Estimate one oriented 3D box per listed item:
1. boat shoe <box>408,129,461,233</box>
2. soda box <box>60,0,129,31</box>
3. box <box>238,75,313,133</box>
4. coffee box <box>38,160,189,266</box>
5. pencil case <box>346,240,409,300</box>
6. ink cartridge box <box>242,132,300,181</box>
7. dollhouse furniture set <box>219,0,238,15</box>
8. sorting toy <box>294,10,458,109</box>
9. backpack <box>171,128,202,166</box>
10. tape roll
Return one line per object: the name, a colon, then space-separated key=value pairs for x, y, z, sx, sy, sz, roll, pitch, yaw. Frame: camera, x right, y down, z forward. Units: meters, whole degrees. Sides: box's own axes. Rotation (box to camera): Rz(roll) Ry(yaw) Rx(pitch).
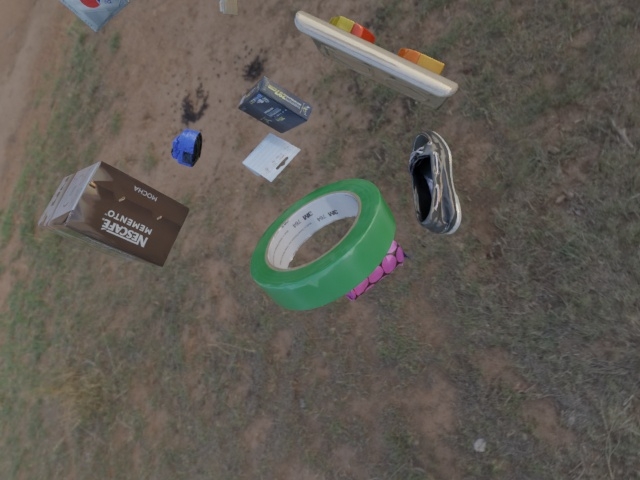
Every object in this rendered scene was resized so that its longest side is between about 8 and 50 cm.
boat shoe: x=0.282 y=-0.170 z=1.149 sx=0.112 sy=0.095 sz=0.335 roll=129 pitch=143 yaw=-50
soda box: x=-0.405 y=-0.514 z=0.802 sx=0.091 sy=0.098 sz=0.286 roll=-27 pitch=52 yaw=20
box: x=-0.155 y=-0.442 z=1.458 sx=0.232 sy=0.183 sz=0.059 roll=7 pitch=74 yaw=63
coffee box: x=-0.397 y=-0.042 z=0.823 sx=0.297 sy=0.168 sz=0.119 roll=1 pitch=65 yaw=51
pencil case: x=0.135 y=0.079 z=1.193 sx=0.209 sy=0.098 sz=0.095 roll=-33 pitch=29 yaw=-21
ink cartridge box: x=-0.155 y=-0.267 z=1.440 sx=0.145 sy=0.045 sz=0.179 roll=-49 pitch=52 yaw=-6
dollhouse furniture set: x=-0.305 y=-0.748 z=1.043 sx=0.173 sy=0.303 sz=0.356 roll=23 pitch=122 yaw=43
sorting toy: x=0.077 y=-0.225 z=0.553 sx=0.193 sy=0.208 sz=0.038 roll=27 pitch=107 yaw=4
backpack: x=-0.490 y=-0.347 z=1.609 sx=0.098 sy=0.101 sz=0.120 roll=-91 pitch=20 yaw=-54
tape roll: x=0.000 y=0.000 z=0.937 sx=0.321 sy=0.077 sz=0.321 roll=-27 pitch=31 yaw=18
